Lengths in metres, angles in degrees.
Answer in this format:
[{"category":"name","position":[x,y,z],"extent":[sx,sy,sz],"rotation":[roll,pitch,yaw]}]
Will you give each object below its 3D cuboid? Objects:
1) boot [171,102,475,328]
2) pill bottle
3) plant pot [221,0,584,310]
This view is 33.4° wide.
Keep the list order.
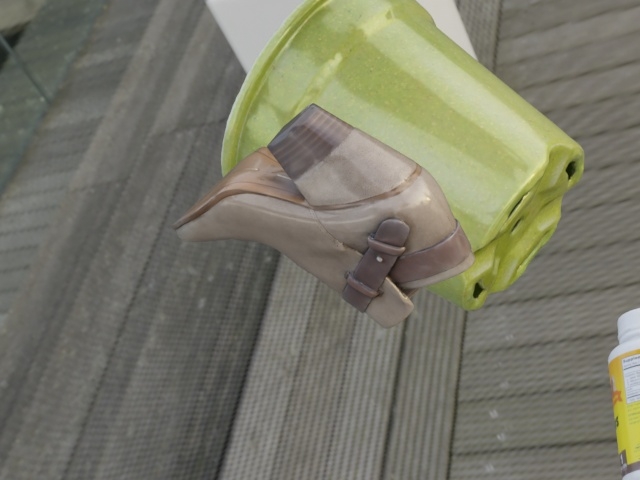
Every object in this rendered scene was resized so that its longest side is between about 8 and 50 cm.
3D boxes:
[{"category":"boot","position":[0.000,0.000,0.417],"extent":[0.118,0.087,0.042],"rotation":[-31,17,51]},{"category":"pill bottle","position":[0.408,0.192,1.273],"extent":[0.117,0.117,0.215],"rotation":[-11,61,23]},{"category":"plant pot","position":[0.093,-0.077,1.000],"extent":[0.254,0.276,0.276],"rotation":[36,70,23]}]
